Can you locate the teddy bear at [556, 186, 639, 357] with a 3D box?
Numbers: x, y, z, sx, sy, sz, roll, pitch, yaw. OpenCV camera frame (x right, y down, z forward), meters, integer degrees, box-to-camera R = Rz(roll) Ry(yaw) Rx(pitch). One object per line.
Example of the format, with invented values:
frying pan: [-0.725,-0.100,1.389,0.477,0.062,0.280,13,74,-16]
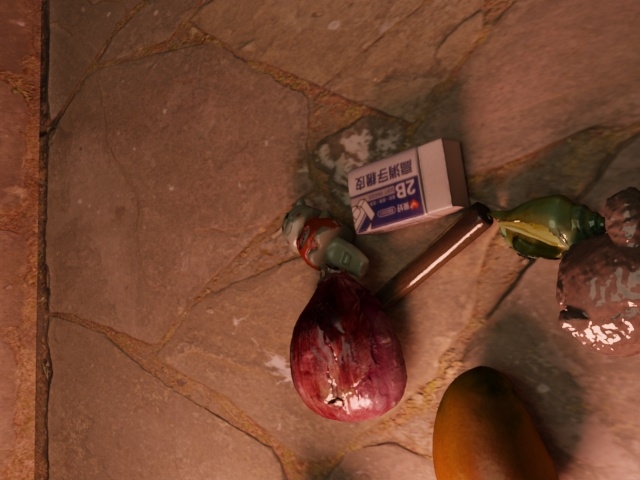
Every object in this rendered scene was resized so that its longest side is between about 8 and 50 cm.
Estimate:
teddy bear: [0.421,0.044,0.851,0.267,0.151,0.236,-32,95,35]

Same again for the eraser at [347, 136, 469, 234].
eraser: [0.148,-0.090,1.210,0.210,0.068,0.124,-16,76,43]

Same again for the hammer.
hammer: [0.133,0.081,1.231,0.440,0.044,0.168,-46,56,34]

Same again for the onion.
onion: [0.021,0.181,1.220,0.227,0.120,0.283,-16,82,34]

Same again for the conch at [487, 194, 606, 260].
conch: [0.331,-0.017,1.014,0.201,0.080,0.094,-18,88,61]

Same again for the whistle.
whistle: [0.001,0.001,1.334,0.253,0.106,0.101,34,141,42]

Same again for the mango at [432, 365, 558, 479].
mango: [0.248,0.324,1.036,0.176,0.139,0.254,-34,55,26]
